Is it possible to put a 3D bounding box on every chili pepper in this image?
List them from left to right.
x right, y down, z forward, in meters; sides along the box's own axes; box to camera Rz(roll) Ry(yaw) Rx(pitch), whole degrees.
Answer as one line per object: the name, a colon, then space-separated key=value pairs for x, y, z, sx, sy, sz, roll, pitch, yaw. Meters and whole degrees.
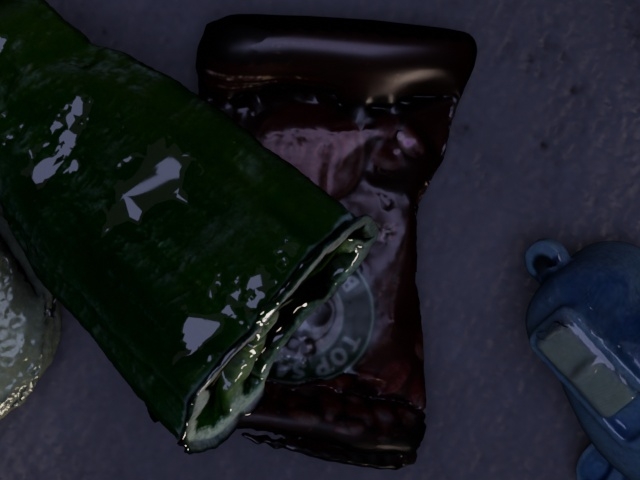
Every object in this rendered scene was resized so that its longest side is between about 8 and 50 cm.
chili pepper: x=-0.114 y=-0.032 z=0.895 sx=0.270 sy=0.099 sz=0.136 roll=40 pitch=109 yaw=23

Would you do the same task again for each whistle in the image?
whistle: x=0.204 y=0.099 z=0.942 sx=0.269 sy=0.093 sz=0.180 roll=47 pitch=126 yaw=1

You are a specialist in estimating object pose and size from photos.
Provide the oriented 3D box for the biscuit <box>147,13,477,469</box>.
biscuit: x=-0.006 y=-0.002 z=0.952 sx=0.151 sy=0.063 sz=0.235 roll=7 pitch=89 yaw=-2

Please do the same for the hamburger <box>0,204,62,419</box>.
hamburger: x=-0.204 y=0.037 z=0.955 sx=0.133 sy=0.062 sz=0.140 roll=-19 pitch=99 yaw=2
